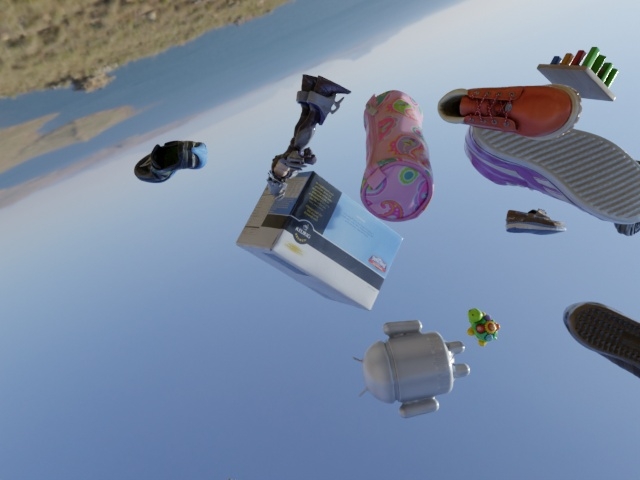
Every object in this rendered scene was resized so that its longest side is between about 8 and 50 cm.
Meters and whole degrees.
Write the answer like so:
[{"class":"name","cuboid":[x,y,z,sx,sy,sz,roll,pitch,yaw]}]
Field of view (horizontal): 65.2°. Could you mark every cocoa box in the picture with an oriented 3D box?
[{"class":"cocoa box","cuboid":[0.000,0.000,1.343,0.231,0.347,0.228,7,-113,58]}]

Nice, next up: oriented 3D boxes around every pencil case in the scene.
[{"class":"pencil case","cuboid":[0.126,-0.157,0.867,0.124,0.124,0.284,-17,-143,19]}]

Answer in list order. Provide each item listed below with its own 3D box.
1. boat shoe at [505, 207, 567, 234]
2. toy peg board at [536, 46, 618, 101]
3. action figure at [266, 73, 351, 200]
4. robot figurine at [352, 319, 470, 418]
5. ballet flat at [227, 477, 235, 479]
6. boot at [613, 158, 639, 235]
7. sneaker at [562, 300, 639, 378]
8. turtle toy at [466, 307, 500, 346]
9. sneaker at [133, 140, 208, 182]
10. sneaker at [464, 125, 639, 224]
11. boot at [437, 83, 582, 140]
[{"class":"boat shoe","cuboid":[0.591,-0.054,1.366,0.183,0.066,0.066,4,168,-18]},{"class":"toy peg board","cuboid":[0.719,-0.464,1.378,0.079,0.161,0.160,-61,-148,6]},{"class":"action figure","cuboid":[-0.043,-0.212,1.088,0.285,0.099,0.185,-65,-162,12]},{"class":"robot figurine","cuboid":[0.284,0.402,1.595,0.353,0.300,0.200,-10,162,-2]},{"class":"ballet flat","cuboid":[-0.191,0.495,0.812,0.147,0.147,0.409,-45,175,-49]},{"class":"boot","cuboid":[0.480,-0.103,0.880,0.189,0.076,0.208,-37,-134,-26]},{"class":"sneaker","cuboid":[0.361,0.123,0.551,0.066,0.188,0.071,-58,168,7]},{"class":"turtle toy","cuboid":[0.512,0.267,1.582,0.095,0.130,0.066,-47,-178,-24]},{"class":"sneaker","cuboid":[-0.291,-0.153,0.931,0.188,0.067,0.078,-7,170,38]},{"class":"sneaker","cuboid":[0.359,-0.111,0.787,0.102,0.282,0.161,-56,171,-5]},{"class":"boot","cuboid":[0.201,-0.143,0.552,0.084,0.059,0.158,-4,-165,-27]}]
